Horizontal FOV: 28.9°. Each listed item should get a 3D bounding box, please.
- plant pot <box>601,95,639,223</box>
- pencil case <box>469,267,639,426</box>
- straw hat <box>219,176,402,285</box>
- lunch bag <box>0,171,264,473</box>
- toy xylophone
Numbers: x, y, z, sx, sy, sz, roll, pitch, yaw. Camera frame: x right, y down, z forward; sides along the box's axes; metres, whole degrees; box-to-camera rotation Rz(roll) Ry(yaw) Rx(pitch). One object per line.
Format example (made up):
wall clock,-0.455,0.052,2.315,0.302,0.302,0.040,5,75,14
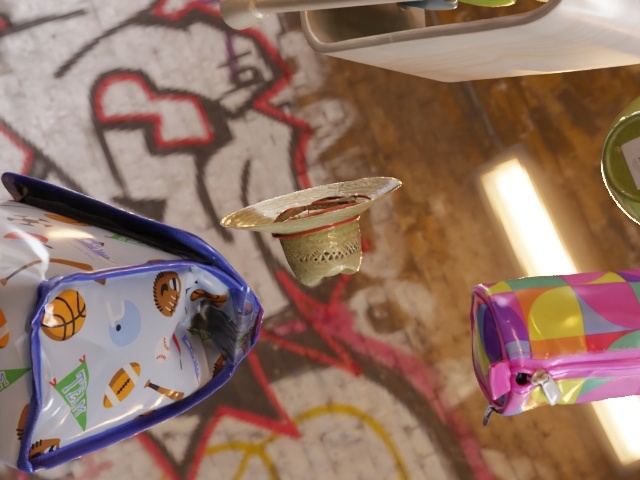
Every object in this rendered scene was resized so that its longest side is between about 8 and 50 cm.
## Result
plant pot,0.544,-0.127,1.905,0.293,0.275,0.275,-4,67,-59
pencil case,0.219,0.068,0.878,0.104,0.236,0.104,172,-90,-82
straw hat,0.000,0.000,0.904,0.144,0.144,0.061,-161,-124,-72
lunch bag,-0.290,0.067,1.347,0.328,0.385,0.239,17,-78,29
toy xylophone,0.088,-0.161,0.793,0.323,0.236,0.081,4,-92,47
